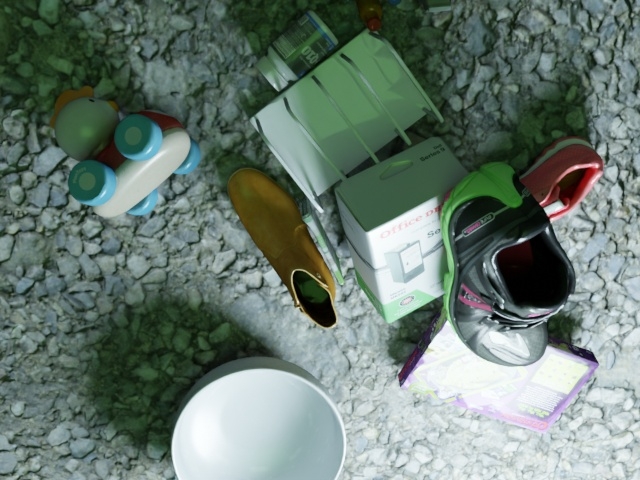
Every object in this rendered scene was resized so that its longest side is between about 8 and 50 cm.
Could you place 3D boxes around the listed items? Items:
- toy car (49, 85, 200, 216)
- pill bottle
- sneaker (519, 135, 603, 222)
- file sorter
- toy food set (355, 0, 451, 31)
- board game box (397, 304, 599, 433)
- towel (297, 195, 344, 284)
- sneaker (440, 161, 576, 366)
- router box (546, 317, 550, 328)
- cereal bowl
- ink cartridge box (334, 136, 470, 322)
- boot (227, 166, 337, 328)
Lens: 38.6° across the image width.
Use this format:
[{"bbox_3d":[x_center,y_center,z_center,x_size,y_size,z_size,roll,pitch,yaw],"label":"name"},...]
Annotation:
[{"bbox_3d":[-0.364,-0.184,1.568,0.210,0.219,0.238,-42,80,7],"label":"toy car"},{"bbox_3d":[-0.043,-0.329,1.594,0.137,0.078,0.078,-41,108,7],"label":"pill bottle"},{"bbox_3d":[0.394,-0.070,1.704,0.314,0.136,0.116,-44,107,8],"label":"sneaker"},{"bbox_3d":[0.045,-0.208,1.596,0.277,0.173,0.193,-37,108,6],"label":"file sorter"},{"bbox_3d":[0.180,-0.428,1.556,0.232,0.105,0.111,-6,134,-3],"label":"toy food set"},{"bbox_3d":[0.354,0.258,1.821,0.346,0.056,0.208,20,114,-17],"label":"board game box"},{"bbox_3d":[0.000,0.000,1.691,0.023,0.113,0.152,-24,111,6],"label":"towel"},{"bbox_3d":[0.322,0.088,1.554,0.185,0.202,0.483,-33,138,-9],"label":"sneaker"},{"bbox_3d":[0.367,0.147,1.820,0.178,0.046,0.133,7,109,-9],"label":"router box"},{"bbox_3d":[-0.123,0.372,1.784,0.338,0.141,0.339,-2,109,-6],"label":"cereal bowl"},{"bbox_3d":[0.160,-0.013,1.616,0.211,0.122,0.289,-28,143,-8],"label":"ink cartridge box"},{"bbox_3d":[-0.060,0.010,1.634,0.104,0.211,0.295,-34,109,4],"label":"boot"}]
